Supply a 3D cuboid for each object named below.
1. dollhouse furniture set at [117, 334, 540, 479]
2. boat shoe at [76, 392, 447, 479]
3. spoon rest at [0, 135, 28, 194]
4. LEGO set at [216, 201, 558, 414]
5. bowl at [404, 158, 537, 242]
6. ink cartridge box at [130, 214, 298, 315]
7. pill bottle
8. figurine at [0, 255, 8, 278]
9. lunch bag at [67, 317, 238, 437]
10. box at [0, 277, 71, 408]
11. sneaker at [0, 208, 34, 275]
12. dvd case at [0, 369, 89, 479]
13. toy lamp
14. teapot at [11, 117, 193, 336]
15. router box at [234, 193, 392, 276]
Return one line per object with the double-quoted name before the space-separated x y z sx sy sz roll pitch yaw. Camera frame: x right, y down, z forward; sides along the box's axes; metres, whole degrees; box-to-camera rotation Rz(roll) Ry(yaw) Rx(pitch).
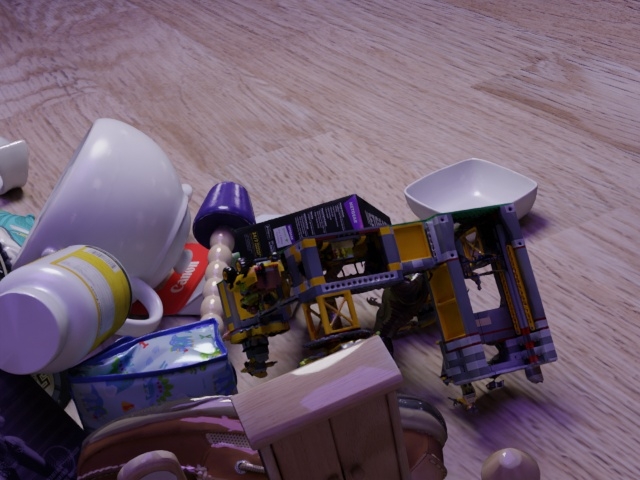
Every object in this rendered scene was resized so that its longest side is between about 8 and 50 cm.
"dollhouse furniture set" 0.051 0.261 0.685 0.303 0.173 0.355 -22 47 -9
"boat shoe" -0.048 0.207 0.917 0.324 0.122 0.120 -5 57 3
"spoon rest" -0.534 -0.123 1.712 0.137 0.084 0.276 -23 19 -28
"LEGO set" 0.070 0.095 1.066 0.331 0.192 0.255 -7 -12 -37
"bowl" 0.197 -0.048 1.392 0.142 0.053 0.142 -24 32 -28
"ink cartridge box" -0.121 0.028 1.338 0.225 0.056 0.181 2 30 14
"pill bottle" -0.250 0.067 1.003 0.103 0.103 0.184 -4 8 7
"figurine" -0.502 0.085 1.245 0.209 0.092 0.215 -14 19 8
"lunch bag" -0.155 0.160 1.024 0.151 0.128 0.096 -15 25 -10
"box" -0.335 0.145 1.078 0.078 0.147 0.180 0 29 16
"sneaker" -0.444 -0.001 1.454 0.110 0.107 0.275 -10 29 -43
"dvd case" -0.282 0.198 0.939 0.018 0.221 0.164 -38 8 39
"toy lamp" -0.115 0.046 1.197 0.080 0.080 0.274 -4 50 8
"teapot" -0.243 -0.010 1.293 0.256 0.187 0.252 -64 15 -17
"router box" 0.000 0.000 1.140 0.133 0.046 0.179 -17 -10 13
